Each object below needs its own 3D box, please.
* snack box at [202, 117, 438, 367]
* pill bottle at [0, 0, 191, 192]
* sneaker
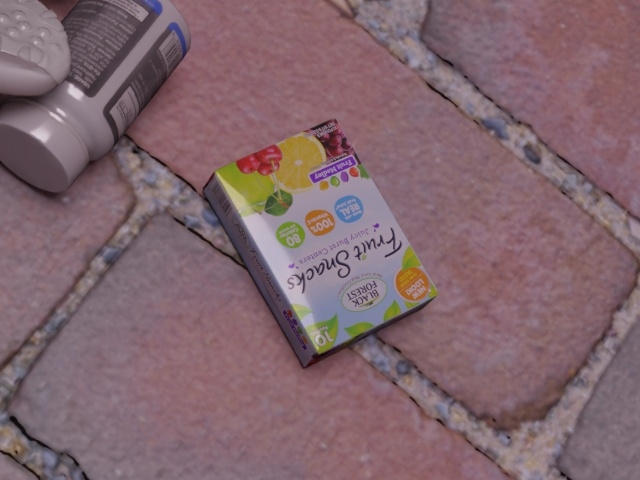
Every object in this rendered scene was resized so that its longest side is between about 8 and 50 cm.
[{"bbox_3d":[0.000,0.000,1.238,0.100,0.037,0.141,-25,80,-24],"label":"snack box"},{"bbox_3d":[-0.151,-0.102,1.205,0.078,0.078,0.137,36,63,-2],"label":"pill bottle"},{"bbox_3d":[-0.269,-0.127,1.154,0.235,0.094,0.090,18,28,3],"label":"sneaker"}]
